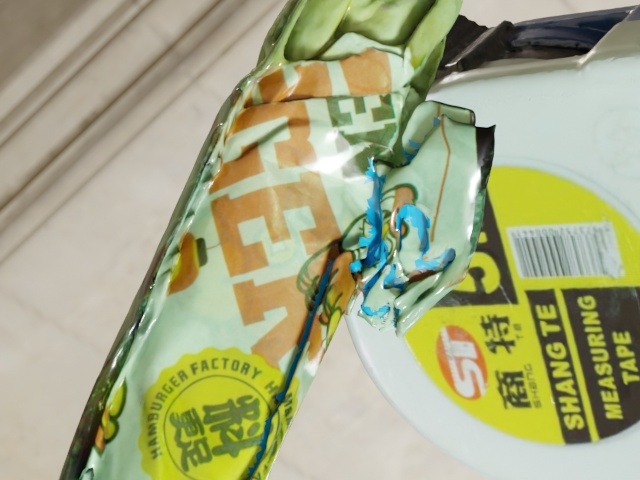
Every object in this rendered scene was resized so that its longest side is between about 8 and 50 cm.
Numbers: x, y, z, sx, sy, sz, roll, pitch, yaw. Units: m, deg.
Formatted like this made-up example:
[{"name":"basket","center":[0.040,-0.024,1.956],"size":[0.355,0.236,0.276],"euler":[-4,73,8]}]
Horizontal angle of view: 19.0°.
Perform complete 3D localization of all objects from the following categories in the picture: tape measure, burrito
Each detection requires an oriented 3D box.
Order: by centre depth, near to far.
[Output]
[{"name":"burrito","center":[0.000,0.000,0.651],"size":[0.104,0.288,0.054],"euler":[18,167,20]},{"name":"tape measure","center":[0.134,0.067,0.821],"size":[0.098,0.215,0.351],"euler":[-40,-61,-50]}]
